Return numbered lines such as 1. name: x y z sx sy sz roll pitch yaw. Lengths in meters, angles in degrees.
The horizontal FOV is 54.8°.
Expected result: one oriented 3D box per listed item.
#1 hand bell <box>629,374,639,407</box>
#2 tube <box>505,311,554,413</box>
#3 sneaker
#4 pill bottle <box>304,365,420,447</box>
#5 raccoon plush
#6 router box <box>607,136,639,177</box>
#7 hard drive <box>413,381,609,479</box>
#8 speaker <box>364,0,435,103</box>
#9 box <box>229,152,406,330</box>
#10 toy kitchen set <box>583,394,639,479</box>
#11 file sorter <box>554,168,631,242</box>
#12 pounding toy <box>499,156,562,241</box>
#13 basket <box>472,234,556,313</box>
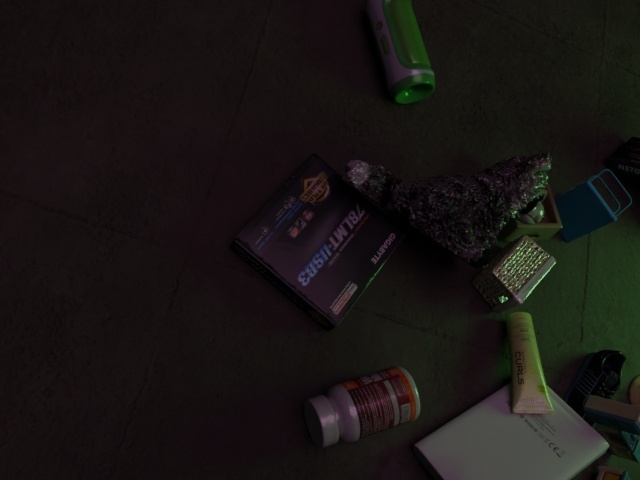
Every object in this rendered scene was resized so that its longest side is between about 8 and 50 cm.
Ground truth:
1. hand bell: 0.876 0.370 1.470 0.126 0.242 0.126 6 71 -17
2. tube: 0.478 0.284 1.434 0.062 0.070 0.240 33 47 -37
3. sneaker: 0.661 0.360 1.484 0.081 0.090 0.232 34 65 -5
4. pill bottle: 0.085 0.346 1.282 0.221 0.121 0.121 -12 77 -21
5. raccoon plush: 0.312 -0.139 1.379 0.446 0.216 0.299 31 96 -25
6. router box: 0.923 -0.225 1.727 0.133 0.179 0.046 -36 130 -24
7. hard drive: 0.410 0.451 1.337 0.353 0.047 0.233 -24 48 -24
8. speaker: 0.204 -0.512 1.601 0.131 0.131 0.297 -9 76 -21
9. box: 0.000 0.000 1.397 0.293 0.073 0.295 41 66 -1
10. toy kitchen set: 0.665 0.483 1.384 0.207 0.122 0.166 51 62 -29
11. file sorter: 0.691 -0.093 1.601 0.104 0.170 0.118 -33 85 -27
12. pounding toy: 0.490 -0.104 1.585 0.181 0.094 0.206 0 63 -13
13. basket: 0.466 0.079 1.501 0.103 0.113 0.167 47 65 3
